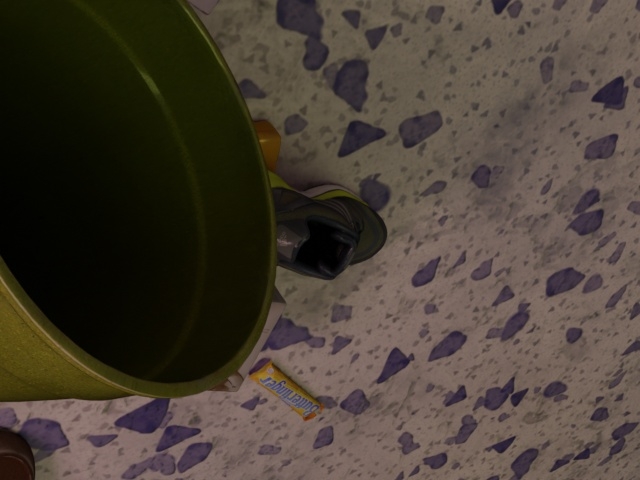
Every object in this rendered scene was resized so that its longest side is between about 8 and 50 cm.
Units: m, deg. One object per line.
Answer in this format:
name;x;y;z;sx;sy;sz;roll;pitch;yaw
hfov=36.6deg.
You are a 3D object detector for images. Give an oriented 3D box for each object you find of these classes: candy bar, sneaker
candy bar;-0.047;0.215;1.382;0.040;0.018;0.161;-39;134;4
sneaker;0.000;0.000;1.123;0.300;0.121;0.111;5;117;-57

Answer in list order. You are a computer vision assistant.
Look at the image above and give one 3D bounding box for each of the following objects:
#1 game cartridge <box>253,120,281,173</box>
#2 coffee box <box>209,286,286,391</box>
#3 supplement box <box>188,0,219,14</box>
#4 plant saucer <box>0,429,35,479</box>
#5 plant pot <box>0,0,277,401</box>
game cartridge;-0.218;0.002;1.085;0.324;0.052;0.285;-5;128;-26
coffee box;-0.183;0.083;1.071;0.246;0.098;0.141;11;119;-38
supplement box;-0.115;-0.293;0.768;0.130;0.239;0.073;-48;135;13
plant saucer;-0.418;0.316;1.192;0.168;0.029;0.168;-29;131;-40
plant pot;-0.280;-0.019;0.785;0.353;0.366;0.366;-18;142;27
